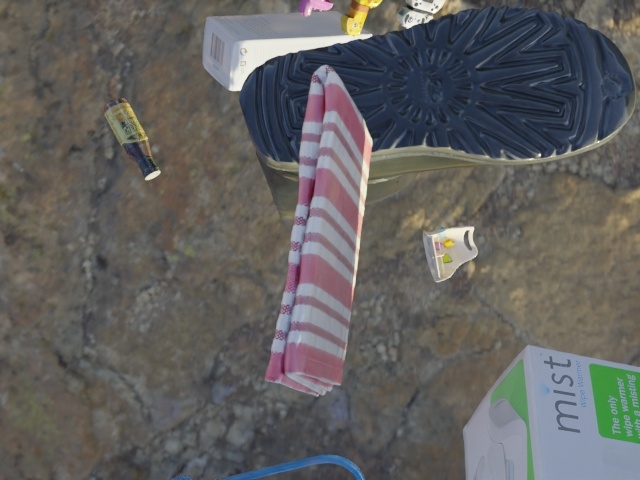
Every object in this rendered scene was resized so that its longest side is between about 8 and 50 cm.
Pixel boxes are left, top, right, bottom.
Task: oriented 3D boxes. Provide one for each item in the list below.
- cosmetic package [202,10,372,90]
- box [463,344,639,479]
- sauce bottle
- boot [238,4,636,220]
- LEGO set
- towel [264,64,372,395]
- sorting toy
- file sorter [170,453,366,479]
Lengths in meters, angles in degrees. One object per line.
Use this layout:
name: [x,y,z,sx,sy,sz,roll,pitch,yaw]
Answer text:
cosmetic package: [-0.051,-0.290,1.550,0.231,0.117,0.085,-7,123,-27]
box: [0.217,0.222,0.633,0.231,0.262,0.126,13,139,-9]
sauce bottle: [-0.278,-0.150,1.515,0.042,0.042,0.128,-35,82,26]
boot: [0.106,-0.109,1.132,0.367,0.445,0.146,-2,82,1]
LEGO set: [0.047,-0.325,1.404,0.227,0.087,0.093,6,115,-32]
towel: [0.000,0.000,0.660,0.029,0.144,0.197,6,80,11]
sorting toy: [0.194,0.008,1.507,0.075,0.045,0.083,-14,119,-3]
file sorter: [-0.019,0.203,0.489,0.105,0.170,0.118,-16,116,12]
